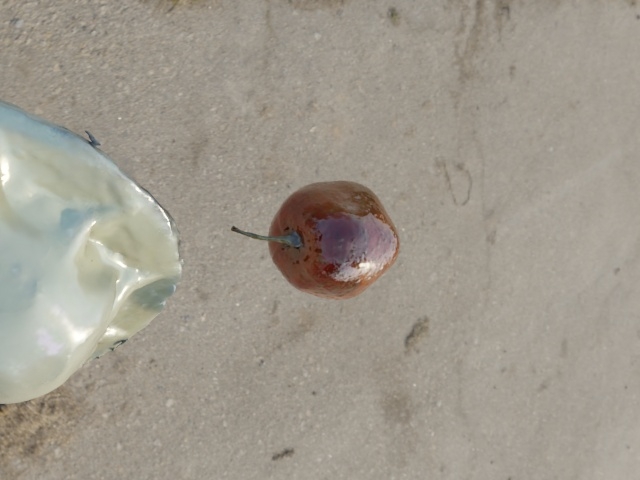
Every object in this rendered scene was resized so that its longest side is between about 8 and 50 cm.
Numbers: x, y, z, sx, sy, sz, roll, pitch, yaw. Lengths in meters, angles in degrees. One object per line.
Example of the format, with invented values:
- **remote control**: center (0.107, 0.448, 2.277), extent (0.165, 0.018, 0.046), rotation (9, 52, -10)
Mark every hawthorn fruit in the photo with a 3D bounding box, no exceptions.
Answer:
- **hawthorn fruit**: center (0.000, 0.000, 0.707), extent (0.203, 0.163, 0.162), rotation (-11, 103, -63)

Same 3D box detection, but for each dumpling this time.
- **dumpling**: center (-0.173, 0.014, 0.365), extent (0.173, 0.142, 0.247), rotation (-16, 140, -8)
